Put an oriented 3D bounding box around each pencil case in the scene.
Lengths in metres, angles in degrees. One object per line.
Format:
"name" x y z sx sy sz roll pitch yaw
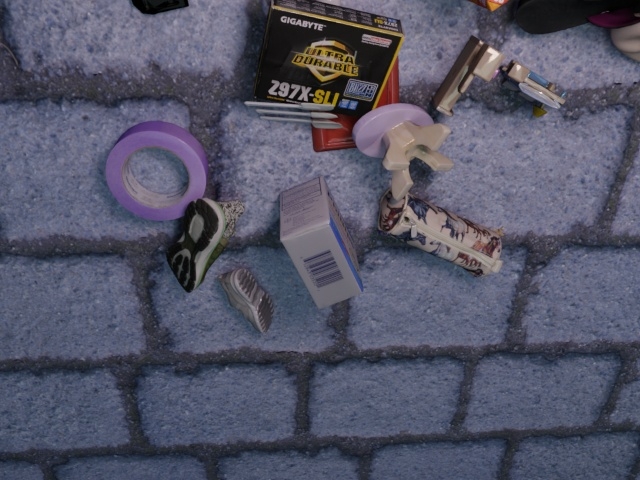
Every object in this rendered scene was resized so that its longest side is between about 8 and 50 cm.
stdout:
"pencil case" 0.374 -0.020 1.684 0.410 0.184 0.160 23 116 -19

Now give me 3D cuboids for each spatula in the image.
"spatula" -0.069 -0.336 1.451 0.241 0.168 0.019 5 87 12

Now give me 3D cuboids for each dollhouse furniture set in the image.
"dollhouse furniture set" 0.485 -0.363 1.425 0.303 0.286 0.198 27 116 -7

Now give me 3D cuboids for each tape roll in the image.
"tape roll" -0.463 -0.196 1.549 0.274 0.090 0.275 -2 120 -4

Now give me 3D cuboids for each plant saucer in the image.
"plant saucer" 0.098 -0.374 1.521 0.258 0.048 0.259 -6 121 -1

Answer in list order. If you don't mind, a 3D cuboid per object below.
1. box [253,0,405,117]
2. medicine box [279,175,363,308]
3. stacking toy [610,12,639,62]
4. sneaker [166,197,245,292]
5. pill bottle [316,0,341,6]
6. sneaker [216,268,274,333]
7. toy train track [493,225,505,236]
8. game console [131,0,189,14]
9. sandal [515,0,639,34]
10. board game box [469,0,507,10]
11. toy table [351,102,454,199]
"box" 0.011 -0.447 1.342 0.321 0.080 0.257 8 143 -13
"medicine box" 0.000 0.000 1.595 0.149 0.289 0.264 -21 121 10
"stacking toy" 0.975 -0.676 1.328 0.350 0.350 0.481 17 99 -15
"sneaker" -0.336 0.017 1.658 0.182 0.158 0.410 -21 158 -43
"pill bottle" 0.015 -0.542 1.387 0.085 0.086 0.152 1 121 -6
"sneaker" -0.248 0.200 1.824 0.115 0.105 0.282 -1 129 30
"toy train track" 0.585 -0.012 1.806 0.048 0.014 0.083 29 115 -20
"game console" -0.303 -0.682 1.298 0.360 0.044 0.213 -11 123 2
"sandal" 0.673 -0.544 1.242 0.445 0.107 0.167 -2 158 46
"board game box" 0.392 -0.765 1.130 0.356 0.356 0.357 -30 119 12
"toy table" 0.233 -0.252 1.479 0.274 0.161 0.252 -13 146 -28
